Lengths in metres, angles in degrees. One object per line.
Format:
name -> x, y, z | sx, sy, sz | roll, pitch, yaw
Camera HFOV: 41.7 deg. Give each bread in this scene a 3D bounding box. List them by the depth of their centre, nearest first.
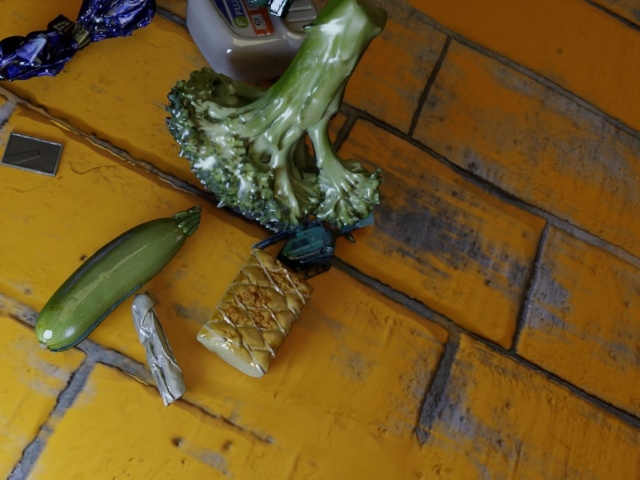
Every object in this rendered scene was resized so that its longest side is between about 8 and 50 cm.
bread -> -0.103, 0.119, 1.372 | 0.125, 0.068, 0.188 | 33, 58, -2

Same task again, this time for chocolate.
chocolate -> -0.444, -0.357, 1.473 | 0.148, 0.126, 0.343 | 18, 52, 36

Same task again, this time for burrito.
burrito -> -0.256, 0.166, 1.305 | 0.041, 0.045, 0.185 | -7, 62, -46

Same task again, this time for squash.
squash -> -0.316, 0.045, 1.321 | 0.094, 0.094, 0.341 | 42, 62, 4

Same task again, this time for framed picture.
framed picture -> -0.482, -0.144, 1.406 | 0.089, 0.007, 0.066 | 12, 61, -13

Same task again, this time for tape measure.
tape measure -> -0.122, -0.431, 1.616 | 0.265, 0.130, 0.258 | -13, 66, -19

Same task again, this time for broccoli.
broccoli -> -0.081, -0.229, 1.388 | 0.353, 0.397, 0.275 | -8, 40, -16

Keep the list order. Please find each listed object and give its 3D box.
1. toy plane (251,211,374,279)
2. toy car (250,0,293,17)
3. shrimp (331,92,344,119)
toy plane -> 0.000, 0.000, 1.482 | 0.235, 0.060, 0.096 | -22, 60, -24
toy car -> -0.168, -0.537, 1.517 | 0.320, 0.141, 0.097 | 31, 27, 6
shrimp -> 0.026, -0.345, 1.625 | 0.052, 0.144, 0.251 | -1, 51, 4
